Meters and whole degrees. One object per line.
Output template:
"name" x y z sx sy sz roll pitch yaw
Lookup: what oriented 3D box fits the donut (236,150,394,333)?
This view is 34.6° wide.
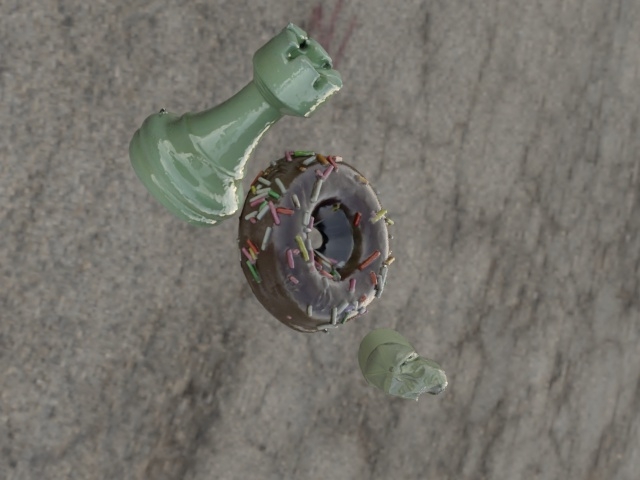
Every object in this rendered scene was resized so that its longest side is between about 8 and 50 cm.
"donut" 0.000 0.000 1.456 0.270 0.103 0.269 4 85 -45

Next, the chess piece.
"chess piece" -0.113 -0.173 1.492 0.194 0.299 0.194 42 23 -23

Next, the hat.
"hat" 0.127 0.200 1.728 0.122 0.166 0.081 -26 129 -2
